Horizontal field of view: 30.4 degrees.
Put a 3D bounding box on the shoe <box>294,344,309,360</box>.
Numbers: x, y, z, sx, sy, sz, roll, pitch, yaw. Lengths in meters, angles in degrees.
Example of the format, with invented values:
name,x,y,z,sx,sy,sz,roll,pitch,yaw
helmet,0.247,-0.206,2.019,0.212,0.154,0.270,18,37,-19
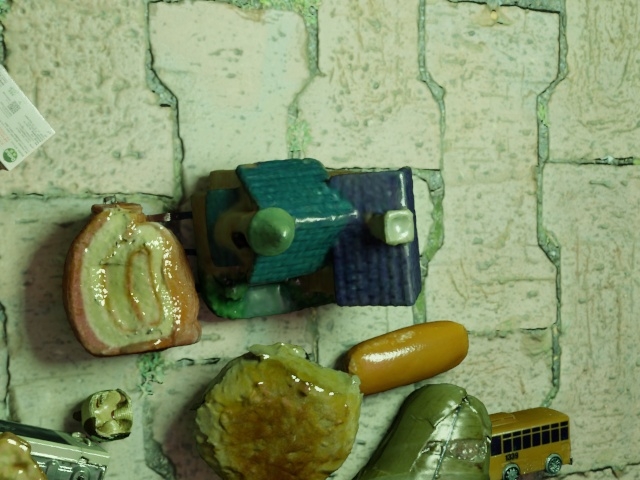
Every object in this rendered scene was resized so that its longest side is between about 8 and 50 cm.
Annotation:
name,x,y,z,sx,sy,sz,roll,pitch,yaw
shoe,-0.061,0.244,1.872,0.062,0.053,0.159,38,81,-22

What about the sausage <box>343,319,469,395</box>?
name,x,y,z,sx,sy,sz,roll,pitch,yaw
sausage,0.143,0.190,1.951,0.238,0.098,0.098,-13,101,-24

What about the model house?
name,x,y,z,sx,sy,sz,roll,pitch,yaw
model house,0.000,0.000,1.730,0.312,0.280,0.245,-6,98,-31

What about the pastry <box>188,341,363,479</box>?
name,x,y,z,sx,sy,sz,roll,pitch,yaw
pastry,-0.067,0.277,1.799,0.257,0.121,0.235,21,111,-14

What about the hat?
name,x,y,z,sx,sy,sz,roll,pitch,yaw
hat,-0.319,0.260,1.732,0.077,0.059,0.076,2,75,-47

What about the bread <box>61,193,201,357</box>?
name,x,y,z,sx,sy,sz,roll,pitch,yaw
bread,-0.278,0.056,1.695,0.190,0.123,0.244,-13,96,-10

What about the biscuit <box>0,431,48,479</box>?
name,x,y,z,sx,sy,sz,roll,pitch,yaw
biscuit,-0.468,0.363,1.520,0.203,0.041,0.260,40,78,-28

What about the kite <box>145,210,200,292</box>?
name,x,y,z,sx,sy,sz,roll,pitch,yaw
kite,-0.108,0.016,1.841,0.361,0.022,0.204,-6,98,-28

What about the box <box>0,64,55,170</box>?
name,x,y,z,sx,sy,sz,roll,pitch,yaw
box,-0.442,-0.170,1.632,0.089,0.043,0.125,-42,112,-18

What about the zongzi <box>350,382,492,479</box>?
name,x,y,z,sx,sy,sz,roll,pitch,yaw
zongzi,0.089,0.395,1.914,0.393,0.174,0.356,11,84,-16

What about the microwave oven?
name,x,y,z,sx,sy,sz,roll,pitch,yaw
microwave oven,-0.443,0.348,1.633,0.241,0.145,0.193,17,84,-28

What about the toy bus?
name,x,y,z,sx,sy,sz,roll,pitch,yaw
toy bus,0.336,0.358,2.064,0.201,0.098,0.114,-6,97,-28
